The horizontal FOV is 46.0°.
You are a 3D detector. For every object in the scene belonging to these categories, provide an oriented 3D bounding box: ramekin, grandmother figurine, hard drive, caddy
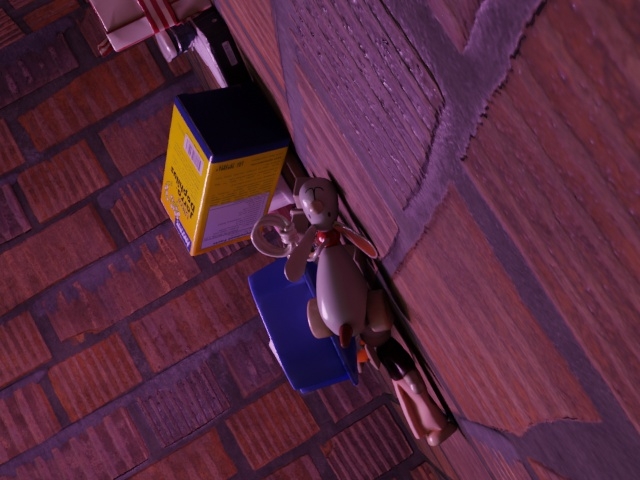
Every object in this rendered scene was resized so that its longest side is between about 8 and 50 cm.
[{"bbox_3d":[-0.150,-0.172,1.993,0.207,0.109,0.207,61,-173,-12],"label":"ramekin"},{"bbox_3d":[0.177,0.287,1.656,0.342,0.104,0.208,58,167,-10],"label":"grandmother figurine"},{"bbox_3d":[-0.269,-0.489,1.789,0.339,0.064,0.237,57,175,36],"label":"hard drive"},{"bbox_3d":[-0.020,0.176,1.673,0.241,0.179,0.341,67,179,-74],"label":"caddy"}]

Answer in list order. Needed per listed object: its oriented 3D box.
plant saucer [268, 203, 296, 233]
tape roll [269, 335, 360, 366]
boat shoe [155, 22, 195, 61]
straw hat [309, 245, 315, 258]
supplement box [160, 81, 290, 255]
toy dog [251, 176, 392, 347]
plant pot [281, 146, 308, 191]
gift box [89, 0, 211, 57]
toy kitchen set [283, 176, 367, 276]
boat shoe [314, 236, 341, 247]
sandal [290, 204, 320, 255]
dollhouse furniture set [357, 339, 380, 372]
[{"bbox_3d":[-0.145,-0.157,2.253,0.332,0.084,0.332,62,-178,-3],"label":"plant saucer"},{"bbox_3d":[0.014,0.234,1.925,0.100,0.286,0.286,57,175,16],"label":"tape roll"},{"bbox_3d":[-0.337,-0.471,1.739,0.095,0.079,0.254,64,172,-16],"label":"boat shoe"},{"bbox_3d":[-0.011,0.007,2.109,0.061,0.144,0.144,12,-153,-33],"label":"straw hat"},{"bbox_3d":[-0.231,-0.161,1.753,0.195,0.194,0.356,57,147,26],"label":"supplement box"},{"bbox_3d":[0.021,0.067,1.410,0.333,0.220,0.161,53,-162,-15],"label":"toy dog"},{"bbox_3d":[-0.061,-0.160,1.808,0.236,0.032,0.236,59,175,9],"label":"plant pot"},{"bbox_3d":[-0.390,-0.543,1.549,0.258,0.255,0.276,67,178,-46],"label":"gift box"},{"bbox_3d":[0.024,-0.016,1.598,0.122,0.166,0.207,73,-158,-56],"label":"toy kitchen set"},{"bbox_3d":[0.037,0.051,1.888,0.178,0.060,0.064,62,175,-28],"label":"boat shoe"},{"bbox_3d":[-0.006,-0.023,1.932,0.179,0.067,0.040,52,-144,-9],"label":"sandal"},{"bbox_3d":[0.047,0.285,2.248,0.135,0.262,0.259,64,-155,-26],"label":"dollhouse furniture set"}]
